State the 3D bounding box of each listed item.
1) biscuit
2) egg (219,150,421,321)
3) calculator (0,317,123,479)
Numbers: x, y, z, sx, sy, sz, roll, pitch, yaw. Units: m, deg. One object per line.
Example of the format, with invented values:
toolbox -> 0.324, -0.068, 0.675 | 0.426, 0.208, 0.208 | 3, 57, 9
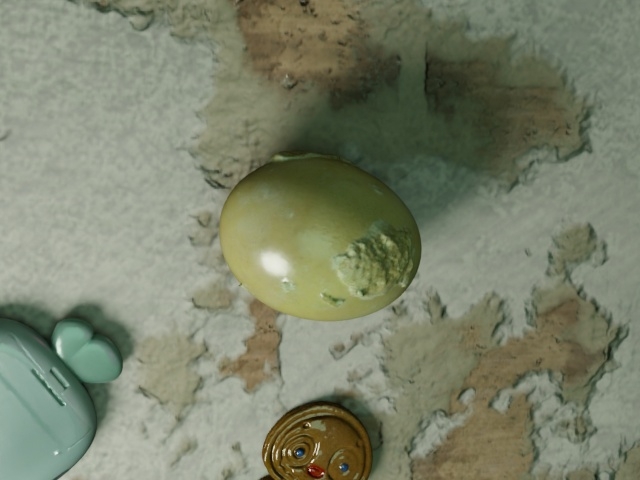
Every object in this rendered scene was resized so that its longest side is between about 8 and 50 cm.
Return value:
biscuit -> -0.012, 0.256, 1.276 | 0.124, 0.026, 0.175 | 20, 100, -18
egg -> 0.001, -0.003, 1.135 | 0.201, 0.164, 0.164 | 16, 101, -20
calculator -> -0.331, 0.182, 1.167 | 0.299, 0.041, 0.185 | -34, 111, -1
